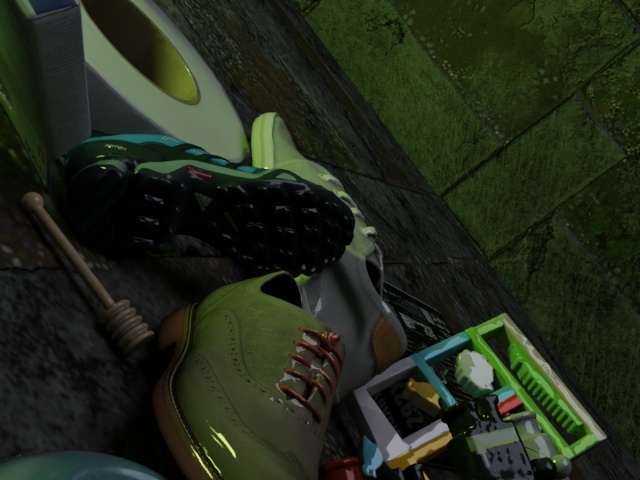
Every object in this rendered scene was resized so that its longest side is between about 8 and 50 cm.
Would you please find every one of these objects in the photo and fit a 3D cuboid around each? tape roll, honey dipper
[{"bbox_3d":[-0.242,-0.220,1.064,0.392,0.072,0.392,46,16,-17],"label":"tape roll"},{"bbox_3d":[-0.196,0.024,0.722,0.160,0.030,0.030,49,15,9],"label":"honey dipper"}]

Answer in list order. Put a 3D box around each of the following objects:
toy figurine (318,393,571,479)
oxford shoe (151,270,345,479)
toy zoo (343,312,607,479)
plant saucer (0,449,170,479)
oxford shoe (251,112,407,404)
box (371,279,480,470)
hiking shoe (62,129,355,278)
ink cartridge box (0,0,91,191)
[{"bbox_3d":[0.120,0.245,0.773,0.209,0.213,0.148,31,34,-58],"label":"toy figurine"},{"bbox_3d":[-0.041,0.106,0.654,0.123,0.130,0.348,55,1,-26],"label":"oxford shoe"},{"bbox_3d":[0.158,0.205,0.986,0.293,0.030,0.192,-20,60,-32],"label":"toy zoo"},{"bbox_3d":[-0.109,0.176,0.497,0.195,0.037,0.195,30,16,-10],"label":"plant saucer"},{"bbox_3d":[0.000,0.000,1.053,0.449,0.130,0.169,-108,-179,-47],"label":"oxford shoe"},{"bbox_3d":[0.132,0.181,1.197,0.322,0.079,0.257,29,29,-54],"label":"box"},{"bbox_3d":[-0.101,-0.050,0.865,0.304,0.113,0.132,13,29,-33],"label":"hiking shoe"},{"bbox_3d":[-0.257,-0.188,0.735,0.223,0.045,0.224,57,-26,19],"label":"ink cartridge box"}]
